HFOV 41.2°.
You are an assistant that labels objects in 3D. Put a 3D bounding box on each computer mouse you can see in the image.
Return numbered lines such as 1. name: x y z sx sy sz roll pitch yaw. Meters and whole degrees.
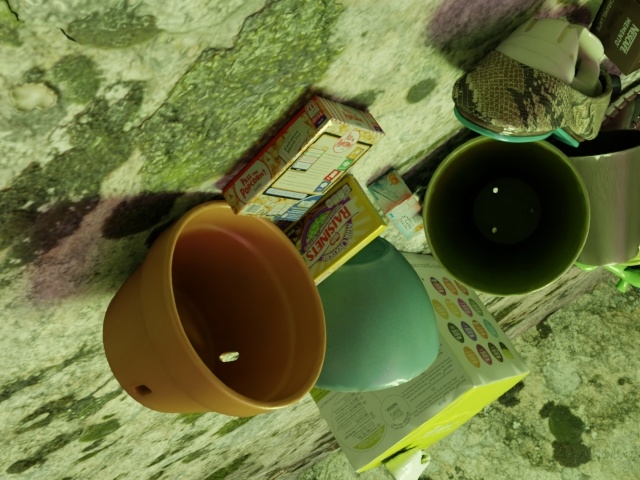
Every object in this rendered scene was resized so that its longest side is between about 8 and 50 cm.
1. computer mouse: 0.487 -0.244 1.611 0.071 0.041 0.242 -13 159 -24

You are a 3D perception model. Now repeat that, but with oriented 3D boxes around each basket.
1. basket: 0.534 -0.079 1.619 0.204 0.227 0.154 -8 -159 11

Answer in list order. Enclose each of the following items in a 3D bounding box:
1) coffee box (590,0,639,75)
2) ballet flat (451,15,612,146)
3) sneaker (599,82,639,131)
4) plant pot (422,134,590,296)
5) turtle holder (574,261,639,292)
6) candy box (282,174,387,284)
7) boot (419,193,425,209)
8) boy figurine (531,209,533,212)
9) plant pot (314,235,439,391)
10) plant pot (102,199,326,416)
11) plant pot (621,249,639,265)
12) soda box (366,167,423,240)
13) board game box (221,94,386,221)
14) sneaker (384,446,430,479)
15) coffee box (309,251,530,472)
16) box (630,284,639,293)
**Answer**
1. coffee box: 0.561 -0.377 1.324 0.246 0.098 0.141 -28 158 -11
2. ballet flat: 0.338 -0.242 1.276 0.482 0.164 0.182 -8 127 -59
3. sneaker: 0.608 -0.186 1.722 0.281 0.163 0.106 -38 159 13
4. plant pot: 0.339 -0.054 1.555 0.274 0.275 0.293 -38 175 13
5. turtle holder: 0.729 -0.016 2.107 0.228 0.243 0.320 -58 -168 9
6. candy box: 0.000 0.000 1.348 0.206 0.105 0.027 -40 158 18
7. boot: 0.195 -0.048 1.616 0.087 0.042 0.118 -37 154 30
8. boy figurine: 0.485 0.011 2.086 0.177 0.092 0.285 -16 154 -38
9. plant pot: 0.062 0.101 1.489 0.290 0.290 0.196 -20 119 -31
10. plant pot: -0.161 0.115 1.179 0.203 0.291 0.290 -26 166 35
11. plant pot: 0.654 -0.112 1.870 0.276 0.276 0.254 -38 147 14
12. soda box: 0.138 -0.059 1.473 0.058 0.063 0.183 -35 158 6
13. board game box: -0.021 -0.106 1.169 0.193 0.045 0.146 -42 157 23
14. sneaker: 0.200 0.495 1.849 0.094 0.080 0.212 -40 159 -8
15. coffee box: 0.190 0.260 1.871 0.338 0.334 0.337 -42 157 23
16. box: 0.867 -0.016 2.327 0.184 0.261 0.103 -32 159 -1
